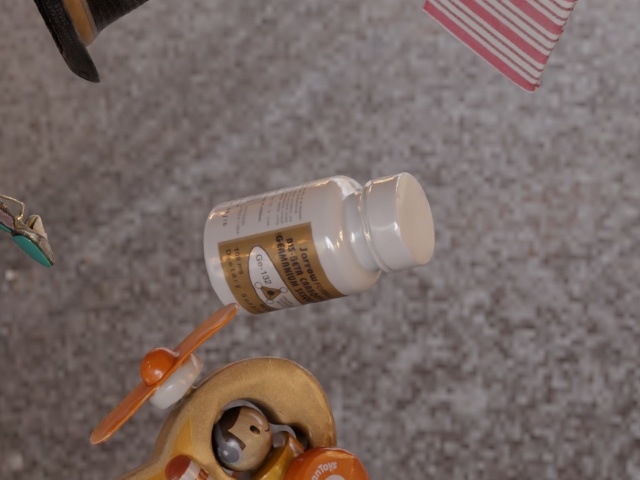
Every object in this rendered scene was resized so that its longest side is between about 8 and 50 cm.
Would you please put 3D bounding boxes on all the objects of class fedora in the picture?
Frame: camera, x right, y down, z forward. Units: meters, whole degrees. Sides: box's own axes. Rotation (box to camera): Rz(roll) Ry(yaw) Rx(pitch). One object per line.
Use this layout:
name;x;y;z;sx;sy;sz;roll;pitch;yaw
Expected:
fedora;-0.245;-0.332;1.980;0.152;0.334;0.334;-26;35;-6

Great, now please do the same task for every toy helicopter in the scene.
toy helicopter;-0.141;0.208;1.807;0.355;0.235;0.140;-24;7;-30

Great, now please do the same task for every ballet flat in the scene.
ballet flat;-0.312;-0.017;2.044;0.041;0.114;0.041;-32;35;27

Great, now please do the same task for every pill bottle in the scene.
pill bottle;0.000;0.000;2.133;0.229;0.131;0.131;-13;24;24

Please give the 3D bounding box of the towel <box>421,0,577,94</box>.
towel;0.171;-0.231;1.846;0.144;0.197;0.029;41;65;12
